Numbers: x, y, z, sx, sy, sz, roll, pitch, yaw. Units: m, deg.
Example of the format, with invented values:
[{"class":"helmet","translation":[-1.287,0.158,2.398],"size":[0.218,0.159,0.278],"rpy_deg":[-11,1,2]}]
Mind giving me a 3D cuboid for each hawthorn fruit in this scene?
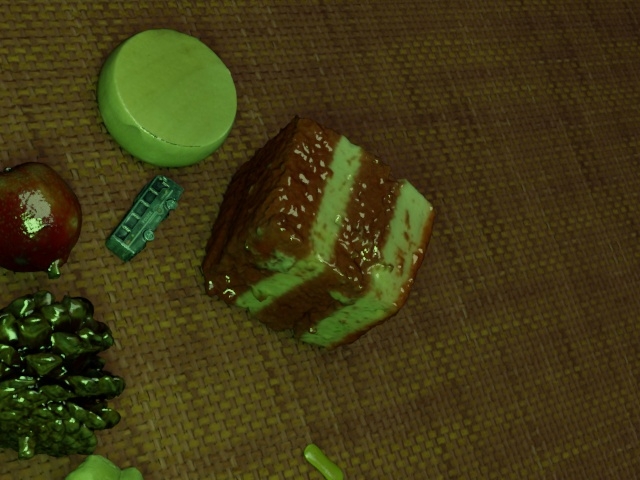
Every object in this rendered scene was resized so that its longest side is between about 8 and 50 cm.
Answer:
[{"class":"hawthorn fruit","translation":[-0.447,-0.023,1.745],"size":[0.169,0.169,0.188],"rpy_deg":[-22,87,-39]}]

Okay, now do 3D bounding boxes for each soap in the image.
[{"class":"soap","translation":[0.006,0.386,1.963],"size":[0.089,0.012,0.034],"rpy_deg":[45,51,-10]}]

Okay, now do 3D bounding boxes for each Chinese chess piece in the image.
[{"class":"Chinese chess piece","translation":[-0.269,-0.248,2.003],"size":[0.250,0.097,0.251],"rpy_deg":[14,62,-28]}]

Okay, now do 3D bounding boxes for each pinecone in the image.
[{"class":"pinecone","translation":[-0.407,0.193,1.635],"size":[0.243,0.243,0.257],"rpy_deg":[3,38,-34]}]

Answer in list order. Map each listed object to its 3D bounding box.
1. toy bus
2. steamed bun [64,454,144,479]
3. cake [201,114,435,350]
[{"class":"toy bus","translation":[-0.296,-0.039,1.924],"size":[0.065,0.047,0.166],"rpy_deg":[38,53,-10]},{"class":"steamed bun","translation":[-0.340,0.384,1.620],"size":[0.106,0.177,0.192],"rpy_deg":[50,46,-2]},{"class":"cake","translation":[0.000,0.000,1.966],"size":[0.319,0.269,0.270],"rpy_deg":[30,55,-19]}]
